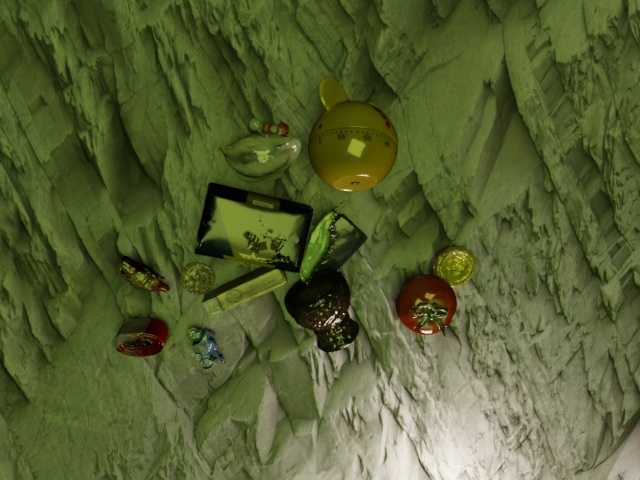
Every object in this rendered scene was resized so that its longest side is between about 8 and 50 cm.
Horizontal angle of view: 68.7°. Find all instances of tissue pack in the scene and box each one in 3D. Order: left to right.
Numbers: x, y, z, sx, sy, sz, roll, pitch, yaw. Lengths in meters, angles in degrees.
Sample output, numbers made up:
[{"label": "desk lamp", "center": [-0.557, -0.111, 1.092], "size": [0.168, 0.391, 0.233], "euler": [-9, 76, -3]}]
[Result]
[{"label": "tissue pack", "center": [-0.251, -0.050, 1.809], "size": [0.417, 0.253, 0.264], "euler": [13, 98, -11]}]

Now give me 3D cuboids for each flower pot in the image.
[{"label": "flower pot", "center": [0.022, 0.294, 1.910], "size": [0.267, 0.266, 0.267], "euler": [-27, 113, -2]}]

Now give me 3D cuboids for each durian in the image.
[{"label": "durian", "center": [0.003, 0.002, 1.880], "size": [0.132, 0.106, 0.375], "euler": [21, 95, -2]}]

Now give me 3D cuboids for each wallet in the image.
[{"label": "wallet", "center": [0.060, 0.022, 1.966], "size": [0.168, 0.052, 0.245], "euler": [42, 96, -11]}]

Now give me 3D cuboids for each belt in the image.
[{"label": "belt", "center": [-0.721, 0.384, 1.885], "size": [0.201, 0.124, 0.128], "euler": [-1, 119, -3]}]

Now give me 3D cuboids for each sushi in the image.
[{"label": "sushi", "center": [-0.709, 0.152, 1.863], "size": [0.226, 0.103, 0.097], "euler": [33, 67, -9]}]

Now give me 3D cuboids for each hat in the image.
[{"label": "hat", "center": [-0.207, -0.431, 1.840], "size": [0.163, 0.112, 0.093], "euler": [14, 69, 1]}]

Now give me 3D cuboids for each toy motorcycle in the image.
[{"label": "toy motorcycle", "center": [-0.477, 0.442, 1.953], "size": [0.114, 0.076, 0.205], "euler": [-22, 102, -11]}]

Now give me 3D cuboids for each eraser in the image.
[{"label": "eraser", "center": [-0.306, 0.192, 1.895], "size": [0.344, 0.144, 0.078], "euler": [-24, 103, -4]}]

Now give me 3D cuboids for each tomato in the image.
[{"label": "tomato", "center": [0.441, 0.266, 1.961], "size": [0.256, 0.224, 0.255], "euler": [0, 108, 0]}]

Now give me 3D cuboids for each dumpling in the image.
[{"label": "dumpling", "center": [-0.224, -0.296, 1.788], "size": [0.318, 0.187, 0.242], "euler": [0, 143, 14]}]

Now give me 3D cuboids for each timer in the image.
[{"label": "timer", "center": [0.122, -0.391, 1.779], "size": [0.376, 0.376, 0.386], "euler": [3, 76, -8]}]

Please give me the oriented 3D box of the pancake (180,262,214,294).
[{"label": "pancake", "center": [-0.505, 0.157, 1.924], "size": [0.140, 0.022, 0.139], "euler": [-1, 99, -8]}]

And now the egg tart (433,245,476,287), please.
[{"label": "egg tart", "center": [0.574, 0.111, 2.033], "size": [0.191, 0.074, 0.191], "euler": [-1, 100, -6]}]
